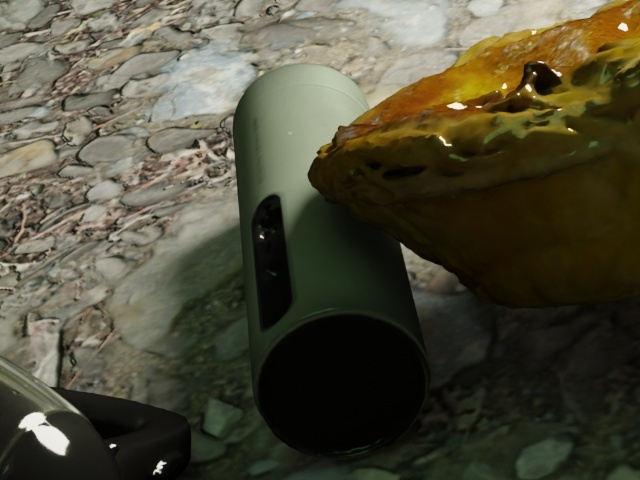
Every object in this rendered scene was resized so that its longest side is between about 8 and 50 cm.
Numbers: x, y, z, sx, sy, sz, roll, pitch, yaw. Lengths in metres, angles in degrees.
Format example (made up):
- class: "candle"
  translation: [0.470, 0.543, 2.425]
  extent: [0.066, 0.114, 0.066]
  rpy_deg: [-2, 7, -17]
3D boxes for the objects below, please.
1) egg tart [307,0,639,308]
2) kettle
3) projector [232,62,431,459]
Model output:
- class: "egg tart"
  translation: [0.170, -0.057, 1.002]
  extent: [0.352, 0.153, 0.339]
  rpy_deg: [-16, 12, -3]
- class: "kettle"
  translation: [-0.226, 0.148, 0.983]
  extent: [0.271, 0.251, 0.207]
  rpy_deg: [7, 70, 28]
- class: "projector"
  translation: [0.000, 0.000, 1.120]
  extent: [0.108, 0.108, 0.337]
  rpy_deg: [-18, 31, 6]
